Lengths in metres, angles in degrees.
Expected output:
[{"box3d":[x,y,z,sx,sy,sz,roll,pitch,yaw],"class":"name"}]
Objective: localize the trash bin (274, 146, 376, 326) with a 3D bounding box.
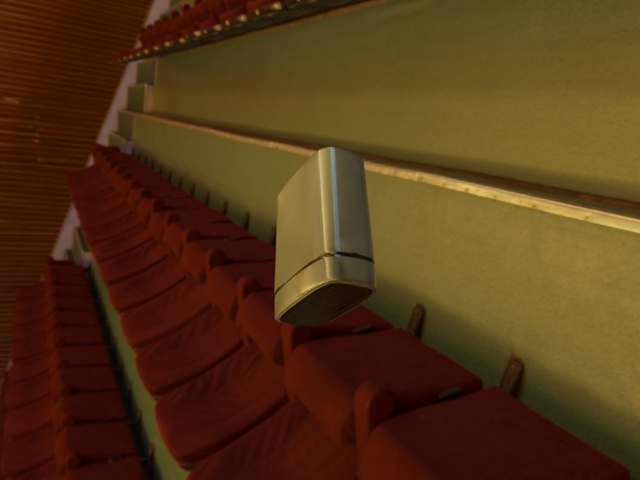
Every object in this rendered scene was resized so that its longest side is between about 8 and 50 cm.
[{"box3d":[0.000,0.000,0.481,0.116,0.059,0.130,-40,44,51],"class":"trash bin"}]
